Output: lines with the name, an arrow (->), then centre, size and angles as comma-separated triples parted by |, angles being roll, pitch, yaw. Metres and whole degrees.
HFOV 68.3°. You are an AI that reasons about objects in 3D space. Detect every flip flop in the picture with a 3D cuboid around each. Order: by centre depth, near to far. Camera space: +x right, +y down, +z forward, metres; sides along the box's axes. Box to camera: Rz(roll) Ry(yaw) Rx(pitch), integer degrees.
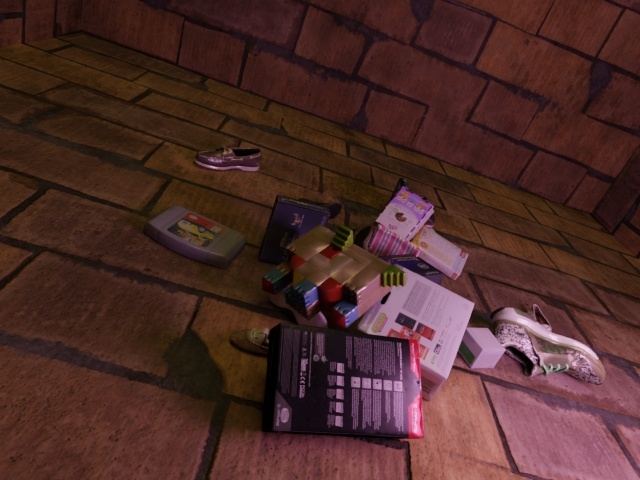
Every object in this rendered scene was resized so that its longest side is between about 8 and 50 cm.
flip flop -> 0.149, 0.043, 1.800 | 0.112, 0.080, 0.277 | -12, 38, 17

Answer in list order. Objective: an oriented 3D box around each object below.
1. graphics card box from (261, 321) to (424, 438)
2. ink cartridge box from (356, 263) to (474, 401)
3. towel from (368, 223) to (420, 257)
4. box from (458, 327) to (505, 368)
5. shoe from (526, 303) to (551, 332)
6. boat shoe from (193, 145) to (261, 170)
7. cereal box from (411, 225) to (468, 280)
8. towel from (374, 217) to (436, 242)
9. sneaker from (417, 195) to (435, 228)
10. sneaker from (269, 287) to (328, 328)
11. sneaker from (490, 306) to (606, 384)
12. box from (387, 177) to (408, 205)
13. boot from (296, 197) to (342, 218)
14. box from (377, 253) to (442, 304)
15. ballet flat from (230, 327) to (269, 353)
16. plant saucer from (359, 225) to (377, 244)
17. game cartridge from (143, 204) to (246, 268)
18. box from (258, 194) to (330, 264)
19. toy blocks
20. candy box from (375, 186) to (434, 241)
graphics card box -> 0.057, 0.332, 1.098 | 0.370, 0.094, 0.233 | 11, 66, -21
ink cartridge box -> 0.266, 0.253, 1.378 | 0.271, 0.130, 0.309 | 29, 44, 13
towel -> 0.273, 0.043, 1.818 | 0.197, 0.144, 0.029 | 33, 29, 21
box -> 0.511, 0.345, 1.516 | 0.101, 0.087, 0.101 | 7, 31, -26
shoe -> 0.841, 0.325, 1.817 | 0.076, 0.058, 0.219 | 20, 28, -3
boat shoe -> -0.412, -0.379, 2.124 | 0.324, 0.097, 0.116 | -3, 36, -38
cereal box -> 0.507, 0.049, 2.025 | 0.240, 0.047, 0.173 | 35, 41, 8
towel -> 0.420, -0.009, 2.130 | 0.324, 0.038, 0.248 | 10, 31, -22
sneaker -> 0.473, -0.136, 2.174 | 0.106, 0.163, 0.281 | 38, 34, 27
sneaker -> -0.047, 0.197, 1.402 | 0.212, 0.080, 0.094 | 35, 19, 26
sneaker -> 0.745, 0.401, 1.589 | 0.410, 0.158, 0.182 | 28, 59, 8
box -> 0.373, -0.192, 2.288 | 0.044, 0.159, 0.233 | 21, 27, -1
boot -> -0.011, -0.153, 2.045 | 0.137, 0.077, 0.197 | 34, 29, 32
box -> 0.256, 0.131, 1.629 | 0.261, 0.103, 0.184 | -4, 26, -28
ballet flat -> -0.129, 0.262, 1.226 | 0.206, 0.067, 0.073 | 18, 28, -6
plant saucer -> 0.230, -0.009, 1.964 | 0.198, 0.036, 0.199 | 9, 33, -6
game cartridge -> -0.407, -0.015, 1.538 | 0.294, 0.060, 0.196 | 23, 32, 3
box -> -0.090, -0.021, 1.578 | 0.183, 0.233, 0.059 | 14, 26, -15
toy blocks -> 0.008, 0.108, 1.327 | 0.260, 0.191, 0.381 | -35, 47, -30
candy box -> 0.361, -0.105, 2.027 | 0.164, 0.196, 0.070 | 38, -4, 25
